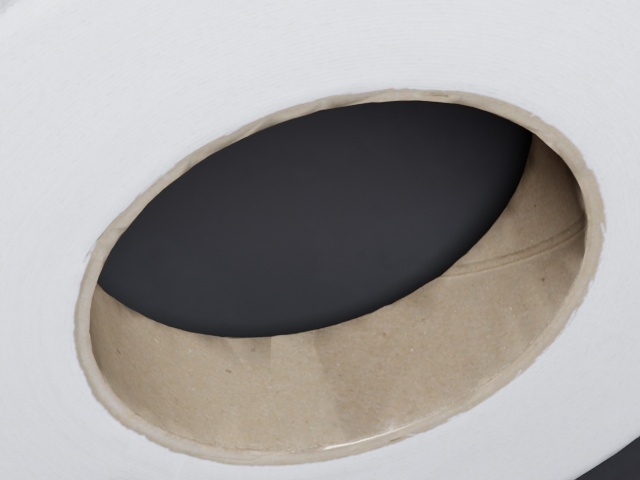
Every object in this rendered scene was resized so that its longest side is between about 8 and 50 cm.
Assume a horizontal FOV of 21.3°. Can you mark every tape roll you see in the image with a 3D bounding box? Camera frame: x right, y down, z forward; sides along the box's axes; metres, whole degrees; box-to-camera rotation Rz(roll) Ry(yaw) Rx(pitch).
[{"bbox_3d":[0.000,0.000,0.664,0.392,0.072,0.392,-10,138,-9],"label":"tape roll"}]
